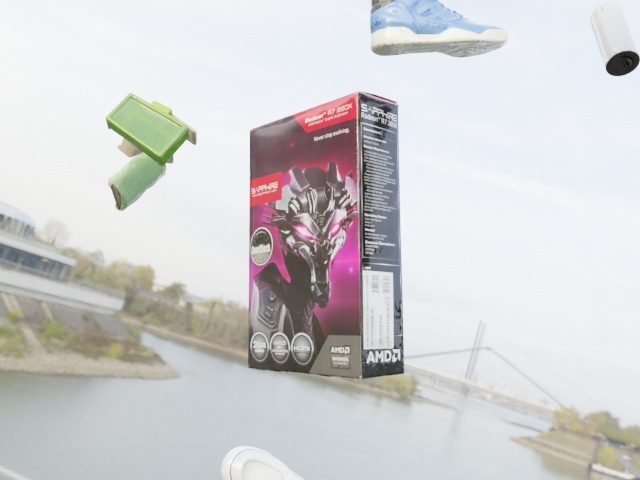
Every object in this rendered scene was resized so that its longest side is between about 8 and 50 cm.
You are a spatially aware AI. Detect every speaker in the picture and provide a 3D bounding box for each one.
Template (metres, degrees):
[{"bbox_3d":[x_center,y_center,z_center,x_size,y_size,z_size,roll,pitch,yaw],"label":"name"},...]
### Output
[{"bbox_3d":[0.505,-0.346,1.066,0.055,0.136,0.055,2,-35,1],"label":"speaker"}]

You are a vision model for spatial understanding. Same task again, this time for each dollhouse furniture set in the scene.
[{"bbox_3d":[-0.150,-0.070,0.568,0.059,0.076,0.151,34,-24,4],"label":"dollhouse furniture set"}]

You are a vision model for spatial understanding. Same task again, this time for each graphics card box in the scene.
[{"bbox_3d":[0.000,0.000,0.870,0.094,0.370,0.233,5,-8,-44],"label":"graphics card box"}]

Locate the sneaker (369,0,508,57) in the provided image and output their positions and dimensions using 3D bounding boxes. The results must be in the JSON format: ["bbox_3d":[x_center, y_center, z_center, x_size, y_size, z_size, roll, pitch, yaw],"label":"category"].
[{"bbox_3d":[0.126,-0.243,0.658,0.152,0.084,0.058,-3,-2,-6],"label":"sneaker"}]

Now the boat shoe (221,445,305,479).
[{"bbox_3d":[-0.050,0.427,1.032,0.258,0.095,0.084,42,-32,-24],"label":"boat shoe"}]
